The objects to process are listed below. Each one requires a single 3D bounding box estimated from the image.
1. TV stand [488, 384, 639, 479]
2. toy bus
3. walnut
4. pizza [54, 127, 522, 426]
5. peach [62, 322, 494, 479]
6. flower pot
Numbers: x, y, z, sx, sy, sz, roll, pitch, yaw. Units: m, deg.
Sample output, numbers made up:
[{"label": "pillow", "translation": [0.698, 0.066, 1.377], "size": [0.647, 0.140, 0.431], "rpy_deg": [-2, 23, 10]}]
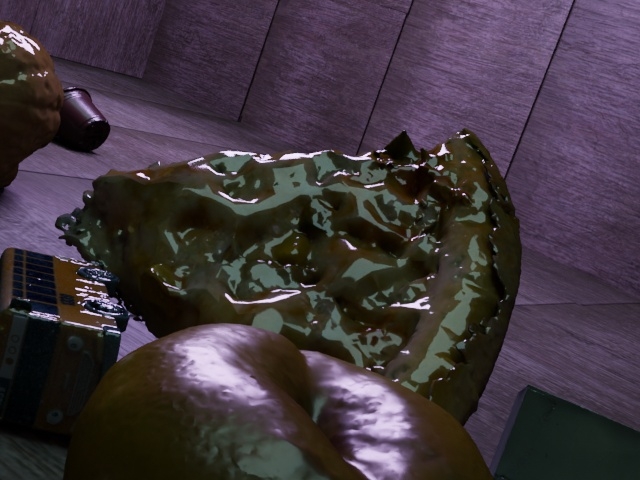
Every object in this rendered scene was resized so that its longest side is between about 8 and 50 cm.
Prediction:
[{"label": "TV stand", "translation": [0.285, 0.219, 0.830], "size": [0.269, 0.088, 0.083], "rpy_deg": [23, -11, 10]}, {"label": "toy bus", "translation": [-0.206, 0.070, 0.725], "size": [0.103, 0.091, 0.182], "rpy_deg": [14, 10, -20]}, {"label": "walnut", "translation": [-0.447, -0.184, 1.246], "size": [0.224, 0.257, 0.257], "rpy_deg": [-15, 18, -9]}, {"label": "pizza", "translation": [0.030, 0.010, 0.849], "size": [0.392, 0.080, 0.435], "rpy_deg": [-26, 52, -29]}, {"label": "peach", "translation": [-0.017, 0.141, 0.535], "size": [0.251, 0.153, 0.251], "rpy_deg": [24, 24, -11]}, {"label": "flower pot", "translation": [-0.438, -0.212, 1.763], "size": [0.089, 0.111, 0.111], "rpy_deg": [42, 19, 23]}]
